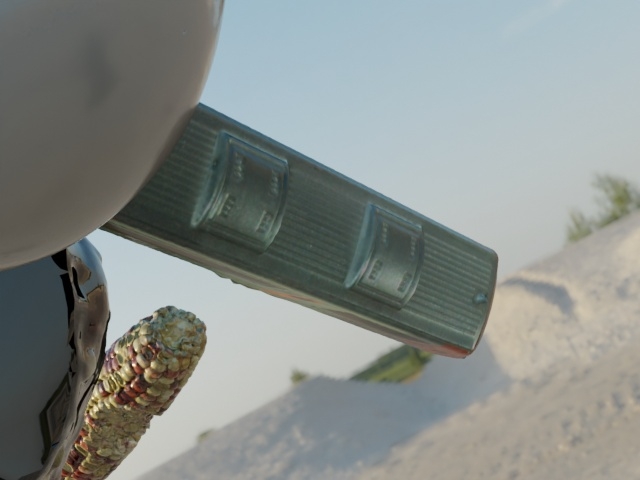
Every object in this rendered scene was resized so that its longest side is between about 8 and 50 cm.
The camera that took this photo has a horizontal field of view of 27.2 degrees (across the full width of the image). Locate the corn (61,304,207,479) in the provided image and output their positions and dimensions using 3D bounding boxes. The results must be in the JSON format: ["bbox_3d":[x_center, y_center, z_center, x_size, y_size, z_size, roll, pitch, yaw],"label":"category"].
[{"bbox_3d":[-0.214,0.172,1.384,0.290,0.098,0.098,-45,-14,33],"label":"corn"}]

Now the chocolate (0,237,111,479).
[{"bbox_3d":[-0.298,0.127,1.090,0.210,0.225,0.340,73,-141,-83],"label":"chocolate"}]

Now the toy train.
[{"bbox_3d":[0.000,0.000,0.853,0.089,0.086,0.409,10,-10,45],"label":"toy train"}]

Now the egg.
[{"bbox_3d":[-0.137,-0.097,0.606,0.232,0.176,0.176,-60,2,-13],"label":"egg"}]
